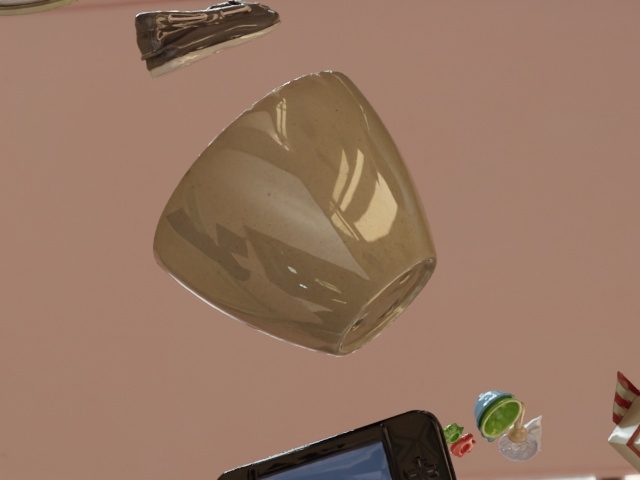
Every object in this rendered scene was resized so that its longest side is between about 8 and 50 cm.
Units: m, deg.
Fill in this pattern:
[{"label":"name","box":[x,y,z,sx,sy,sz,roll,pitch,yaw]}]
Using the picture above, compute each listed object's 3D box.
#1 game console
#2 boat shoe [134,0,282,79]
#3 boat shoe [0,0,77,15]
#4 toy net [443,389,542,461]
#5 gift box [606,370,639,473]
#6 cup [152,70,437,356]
[{"label":"game console","box":[-0.006,0.326,1.068,0.173,0.293,0.250,22,-130,-60]},{"label":"boat shoe","box":[-0.168,-0.341,1.649,0.335,0.112,0.096,-38,-71,-54]},{"label":"boat shoe","box":[-0.335,-0.401,1.456,0.113,0.302,0.103,49,155,44]},{"label":"toy net","box":[0.261,0.284,1.502,0.232,0.122,0.045,37,-174,-48]},{"label":"gift box","box":[0.531,0.219,1.303,0.276,0.255,0.258,48,160,-9]},{"label":"cup","box":[0.000,0.000,1.269,0.237,0.331,0.331,46,170,17]}]
